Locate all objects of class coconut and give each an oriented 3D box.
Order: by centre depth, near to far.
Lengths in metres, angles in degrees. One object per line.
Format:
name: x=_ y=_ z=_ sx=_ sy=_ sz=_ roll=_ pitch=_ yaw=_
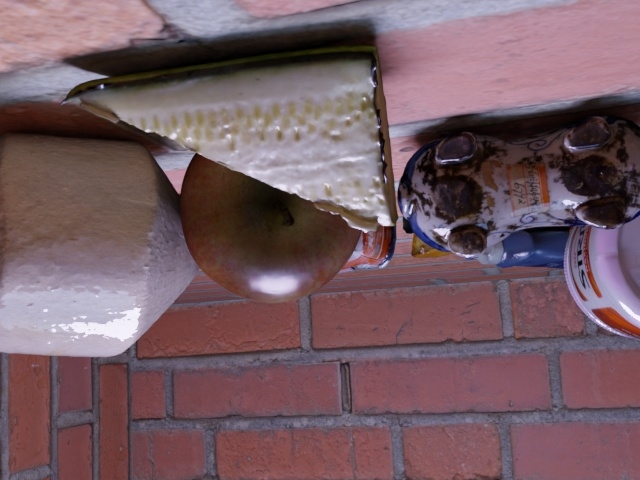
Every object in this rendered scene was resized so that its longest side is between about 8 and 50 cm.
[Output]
coconut: x=-0.253 y=0.007 z=0.762 sx=0.265 sy=0.237 sz=0.237 roll=0 pitch=171 yaw=-27

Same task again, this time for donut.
donut: x=0.259 y=-0.009 z=1.421 sx=0.162 sy=0.065 sz=0.178 roll=-6 pitch=172 yaw=-15

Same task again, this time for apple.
apple: x=-0.051 y=-0.030 z=0.739 sx=0.188 sy=0.188 sz=0.174 roll=-1 pitch=173 yaw=-10

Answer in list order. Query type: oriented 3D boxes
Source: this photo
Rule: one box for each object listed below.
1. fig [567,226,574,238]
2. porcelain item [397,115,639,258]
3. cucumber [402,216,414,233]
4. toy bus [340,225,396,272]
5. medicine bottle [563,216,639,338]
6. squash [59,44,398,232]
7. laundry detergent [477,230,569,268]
fig: x=0.603 y=-0.014 z=1.341 sx=0.257 sy=0.159 sz=0.159 roll=-23 pitch=166 yaw=15
porcelain item: x=0.235 y=-0.071 z=0.825 sx=0.288 sy=0.138 sz=0.186 roll=-10 pitch=-173 yaw=15
cucumber: x=0.241 y=-0.050 z=1.196 sx=0.044 sy=0.043 sz=0.256 roll=-2 pitch=172 yaw=-43
toy bus: x=0.000 y=0.000 z=1.213 sx=0.120 sy=0.121 sz=0.265 roll=13 pitch=163 yaw=-41
medicine bottle: x=0.515 y=0.025 z=1.079 sx=0.252 sy=0.253 sz=0.241 roll=-4 pitch=171 yaw=8
squash: x=-0.067 y=-0.086 z=0.619 sx=0.252 sy=0.093 sz=0.169 roll=-5 pitch=127 yaw=9
laundry detergent: x=0.475 y=0.022 z=1.593 sx=0.289 sy=0.094 sz=0.143 roll=-1 pitch=175 yaw=-15
